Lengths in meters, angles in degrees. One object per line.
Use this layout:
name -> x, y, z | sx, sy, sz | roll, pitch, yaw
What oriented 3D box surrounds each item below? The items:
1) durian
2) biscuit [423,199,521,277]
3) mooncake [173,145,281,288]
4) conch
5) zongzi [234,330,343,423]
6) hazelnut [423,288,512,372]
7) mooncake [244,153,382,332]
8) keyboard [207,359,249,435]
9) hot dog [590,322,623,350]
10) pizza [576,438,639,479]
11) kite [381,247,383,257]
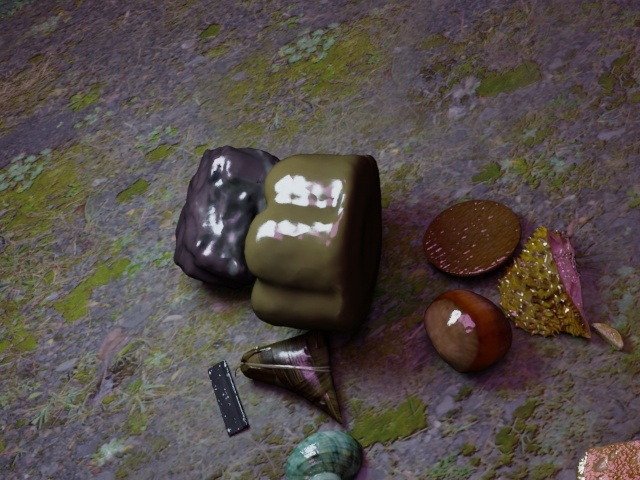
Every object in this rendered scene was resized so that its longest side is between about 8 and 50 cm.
durian -> 0.536, 0.116, 1.758 | 0.195, 0.185, 0.305 | -20, 64, 29
biscuit -> 0.399, -0.004, 1.862 | 0.261, 0.037, 0.262 | -13, 47, 14
mooncake -> -0.262, -0.068, 1.900 | 0.212, 0.350, 0.381 | 15, 78, -20
conch -> 0.008, 0.530, 1.631 | 0.175, 0.122, 0.188 | 14, 66, -7
zongzi -> -0.082, 0.363, 1.759 | 0.247, 0.111, 0.241 | -16, 65, 10
hazelnut -> 0.360, 0.212, 1.699 | 0.214, 0.176, 0.214 | 10, 53, -13
mooncake -> 0.000, 0.000, 1.735 | 0.262, 0.467, 0.467 | 7, 63, 17
keyboard -> -0.239, 0.404, 1.820 | 0.060, 0.018, 0.196 | -28, 58, 5
hot dog -> 0.694, 0.224, 1.692 | 0.034, 0.030, 0.090 | -39, 60, -12
pizza -> 0.674, 0.506, 1.535 | 0.262, 0.034, 0.181 | -34, 60, -6
kite -> 0.096, -0.058, 2.003 | 0.152, 0.015, 0.286 | -6, 64, 8
